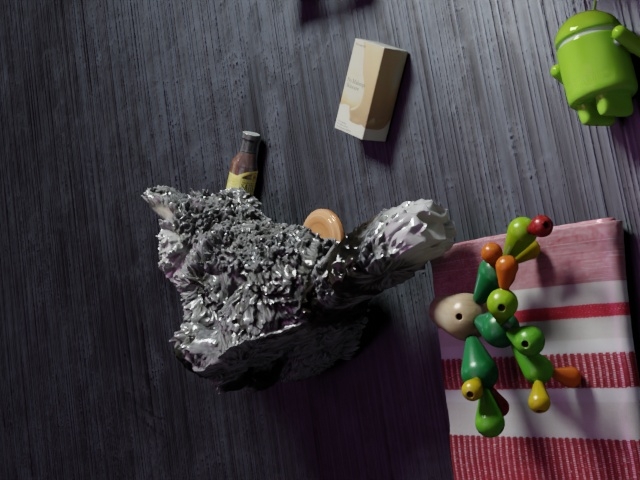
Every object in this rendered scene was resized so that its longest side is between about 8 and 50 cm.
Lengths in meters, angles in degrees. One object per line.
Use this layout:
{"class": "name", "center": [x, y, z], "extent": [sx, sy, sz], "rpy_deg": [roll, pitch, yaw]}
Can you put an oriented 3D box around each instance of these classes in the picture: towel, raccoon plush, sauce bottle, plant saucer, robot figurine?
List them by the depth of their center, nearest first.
{"class": "robot figurine", "center": [0.264, -0.169, 0.981], "extent": [0.101, 0.067, 0.115], "rpy_deg": [-33, 64, 59]}
{"class": "towel", "center": [0.226, 0.153, 1.055], "extent": [0.237, 0.037, 0.329], "rpy_deg": [-10, 84, 48]}
{"class": "raccoon plush", "center": [-0.033, -0.012, 1.268], "extent": [0.446, 0.216, 0.299], "rpy_deg": [-32, 61, 27]}
{"class": "plant saucer", "center": [0.000, 0.000, 1.344], "extent": [0.083, 0.013, 0.083], "rpy_deg": [0, 90, 50]}
{"class": "sauce bottle", "center": [-0.111, -0.091, 1.456], "extent": [0.042, 0.042, 0.128], "rpy_deg": [30, 115, 46]}

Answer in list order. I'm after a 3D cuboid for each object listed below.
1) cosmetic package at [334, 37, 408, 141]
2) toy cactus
{"class": "cosmetic package", "center": [0.061, -0.184, 1.248], "extent": [0.060, 0.041, 0.115], "rpy_deg": [28, 112, 47]}
{"class": "toy cactus", "center": [0.176, 0.079, 1.026], "extent": [0.180, 0.112, 0.219], "rpy_deg": [-167, 76, -66]}
